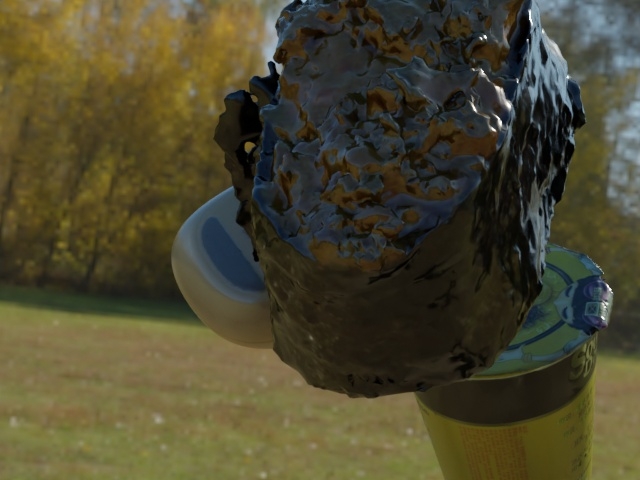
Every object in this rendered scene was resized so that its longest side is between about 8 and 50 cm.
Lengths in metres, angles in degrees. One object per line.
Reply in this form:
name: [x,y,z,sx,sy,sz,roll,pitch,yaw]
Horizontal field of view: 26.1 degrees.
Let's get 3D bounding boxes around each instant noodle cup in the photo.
instant noodle cup: [0.183,0.145,1.349,0.215,0.236,0.215,-9,35,7]

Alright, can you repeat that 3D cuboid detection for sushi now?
sushi: [0.041,-0.065,0.926,0.234,0.348,0.207,-4,-47,21]

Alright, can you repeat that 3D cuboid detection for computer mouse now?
computer mouse: [0.000,0.000,1.082,0.236,0.145,0.082,-28,-31,-21]
